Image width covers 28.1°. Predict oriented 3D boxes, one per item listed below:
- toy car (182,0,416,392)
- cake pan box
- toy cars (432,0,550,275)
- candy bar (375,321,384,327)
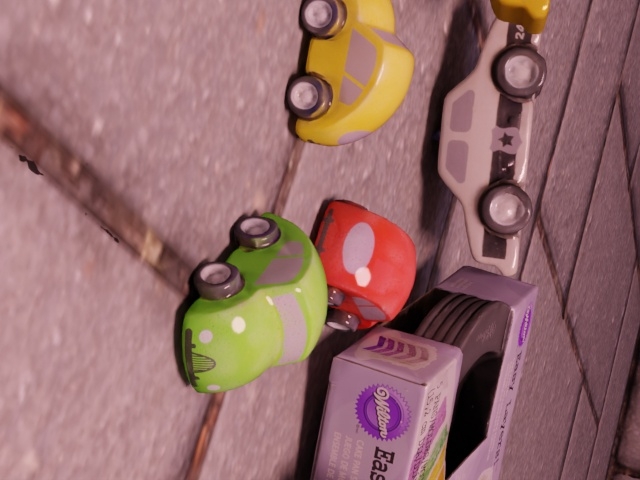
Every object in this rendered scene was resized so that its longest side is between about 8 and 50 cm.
[{"bbox_3d":[0.000,0.000,0.659,0.225,0.053,0.239,-56,149,-48],"label":"toy car"},{"bbox_3d":[0.064,0.161,0.866,0.246,0.070,0.266,-26,128,-64],"label":"cake pan box"},{"bbox_3d":[0.110,-0.148,0.841,0.176,0.087,0.393,-75,168,-46],"label":"toy cars"},{"bbox_3d":[0.061,0.093,0.926,0.161,0.018,0.040,63,43,-60],"label":"candy bar"}]
